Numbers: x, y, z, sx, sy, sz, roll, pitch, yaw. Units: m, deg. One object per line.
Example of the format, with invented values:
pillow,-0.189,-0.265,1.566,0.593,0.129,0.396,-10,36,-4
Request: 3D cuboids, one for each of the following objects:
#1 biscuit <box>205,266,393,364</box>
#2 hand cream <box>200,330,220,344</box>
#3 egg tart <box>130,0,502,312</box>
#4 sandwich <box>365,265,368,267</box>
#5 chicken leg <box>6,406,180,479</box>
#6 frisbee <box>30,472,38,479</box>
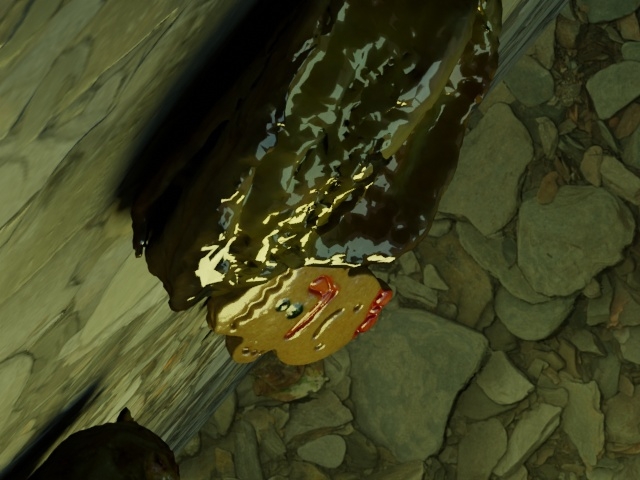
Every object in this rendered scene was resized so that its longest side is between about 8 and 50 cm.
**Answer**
biscuit,-0.015,0.066,1.691,0.166,0.036,0.225,-45,148,9
hand cream,-0.079,0.073,1.958,0.057,0.037,0.165,-51,169,34
egg tart,0.023,-0.071,0.928,0.297,0.132,0.297,-54,175,-8
sandwich,-0.003,0.026,1.820,0.096,0.094,0.258,-52,177,-22
chicken leg,-0.243,0.297,1.362,0.361,0.140,0.211,-49,177,-1
frisbee,-0.251,0.222,1.501,0.110,0.014,0.110,-48,177,-4
